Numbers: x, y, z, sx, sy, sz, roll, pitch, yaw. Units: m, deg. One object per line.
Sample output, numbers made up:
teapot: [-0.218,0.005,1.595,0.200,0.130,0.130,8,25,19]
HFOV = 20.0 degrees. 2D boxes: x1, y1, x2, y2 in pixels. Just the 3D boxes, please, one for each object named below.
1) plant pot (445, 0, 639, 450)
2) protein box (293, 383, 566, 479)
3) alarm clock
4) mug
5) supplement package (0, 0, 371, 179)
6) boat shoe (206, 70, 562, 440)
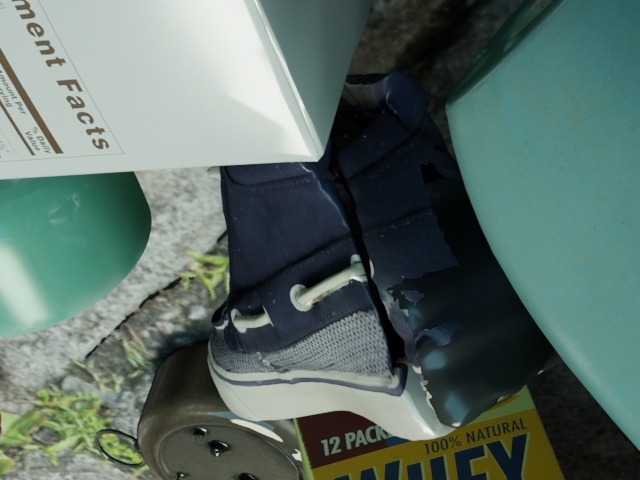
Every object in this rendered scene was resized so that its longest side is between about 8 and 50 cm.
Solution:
plant pot: [0.195,-0.043,0.722,0.235,0.293,0.293,43,136,-3]
protein box: [0.081,0.211,1.058,0.136,0.199,0.201,-15,142,-5]
alarm clock: [-0.068,0.129,1.165,0.192,0.064,0.129,-9,133,32]
mug: [-0.179,-0.027,0.972,0.158,0.129,0.097,-3,133,22]
supplement package: [-0.139,-0.145,0.786,0.293,0.177,0.175,-3,137,21]
boat shoe: [0.000,0.000,0.917,0.158,0.127,0.340,62,159,-9]
